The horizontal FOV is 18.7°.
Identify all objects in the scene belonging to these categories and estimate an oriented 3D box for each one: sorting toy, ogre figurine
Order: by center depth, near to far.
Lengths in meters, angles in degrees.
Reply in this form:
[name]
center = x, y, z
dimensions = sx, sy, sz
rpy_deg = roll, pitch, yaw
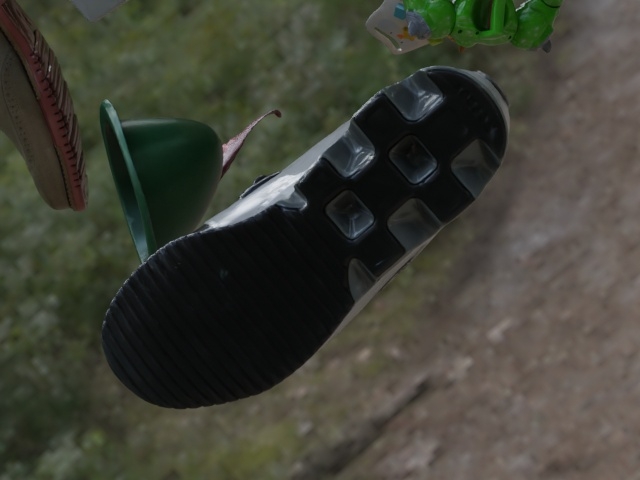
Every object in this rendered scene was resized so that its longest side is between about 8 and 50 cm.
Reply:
[ogre figurine]
center = 0.142, -0.232, 1.744
dimensions = 0.097, 0.197, 0.118
rpy_deg = -9, 76, 52
[sorting toy]
center = 0.085, -0.205, 1.833
dimensions = 0.075, 0.083, 0.045
rpy_deg = -27, 40, 35

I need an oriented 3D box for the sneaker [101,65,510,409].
[sneaker]
center = 0.000, 0.000, 1.335
dimensions = 0.330, 0.122, 0.146
rpy_deg = -35, 1, 15

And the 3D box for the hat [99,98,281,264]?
[hat]
center = -0.092, -0.072, 1.765
dimensions = 0.183, 0.173, 0.208
rpy_deg = -16, 54, -11

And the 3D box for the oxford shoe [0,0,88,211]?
[oxford shoe]
center = -0.339, -0.175, 1.967
dimensions = 0.130, 0.348, 0.123
rpy_deg = -22, 17, 2

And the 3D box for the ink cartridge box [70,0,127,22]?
[ink cartridge box]
center = -0.126, -0.349, 1.796
dimensions = 0.197, 0.114, 0.273
rpy_deg = -22, 25, 51
